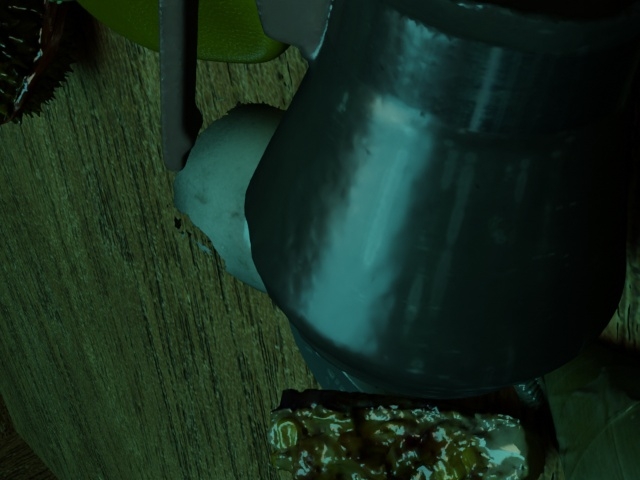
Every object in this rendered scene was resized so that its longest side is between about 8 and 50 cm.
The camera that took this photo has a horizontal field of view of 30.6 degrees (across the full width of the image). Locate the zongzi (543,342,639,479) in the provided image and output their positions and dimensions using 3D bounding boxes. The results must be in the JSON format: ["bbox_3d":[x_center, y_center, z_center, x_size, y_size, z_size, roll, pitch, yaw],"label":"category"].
[{"bbox_3d":[0.318,0.147,0.892,0.356,0.174,0.393,-56,40,46],"label":"zongzi"}]

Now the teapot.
[{"bbox_3d":[0.068,-0.100,0.845,0.376,0.306,0.362,11,131,1],"label":"teapot"}]

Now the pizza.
[{"bbox_3d":[0.083,0.227,1.244,0.409,0.277,0.114,-23,59,57],"label":"pizza"}]

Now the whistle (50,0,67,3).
[{"bbox_3d":[-0.308,-0.418,1.427,0.141,0.141,0.294,42,130,31],"label":"whistle"}]

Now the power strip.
[{"bbox_3d":[0.029,0.133,1.446,0.253,0.054,0.167,51,151,16],"label":"power strip"}]

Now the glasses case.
[{"bbox_3d":[-0.114,-0.273,1.151,0.371,0.141,0.173,17,154,51],"label":"glasses case"}]

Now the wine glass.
[{"bbox_3d":[0.005,-0.003,1.208,0.357,0.190,0.190,34,144,36],"label":"wine glass"}]

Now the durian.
[{"bbox_3d":[-0.510,-0.313,1.624,0.347,0.347,0.384,32,168,42],"label":"durian"}]

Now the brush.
[{"bbox_3d":[0.215,0.167,1.135,0.034,0.027,0.190,31,158,47],"label":"brush"}]
